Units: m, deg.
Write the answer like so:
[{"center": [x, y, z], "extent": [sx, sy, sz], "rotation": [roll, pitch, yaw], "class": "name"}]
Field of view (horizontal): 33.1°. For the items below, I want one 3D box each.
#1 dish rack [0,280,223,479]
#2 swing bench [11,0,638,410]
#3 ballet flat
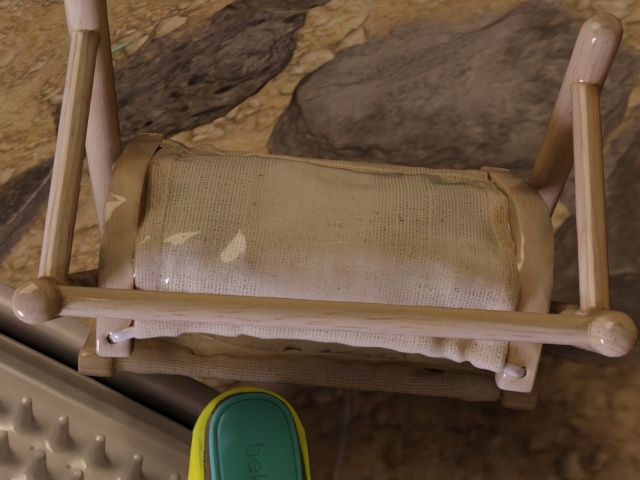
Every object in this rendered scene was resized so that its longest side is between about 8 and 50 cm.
[{"center": [-0.202, 0.185, 0.565], "extent": [0.286, 0.072, 0.333], "rotation": [26, 52, 4], "class": "dish rack"}, {"center": [0.000, 0.000, 0.565], "extent": [0.253, 0.254, 0.165], "rotation": [4, 72, -2], "class": "swing bench"}, {"center": [-0.032, 0.188, 0.527], "extent": [0.077, 0.077, 0.231], "rotation": [2, 67, -16], "class": "ballet flat"}]
